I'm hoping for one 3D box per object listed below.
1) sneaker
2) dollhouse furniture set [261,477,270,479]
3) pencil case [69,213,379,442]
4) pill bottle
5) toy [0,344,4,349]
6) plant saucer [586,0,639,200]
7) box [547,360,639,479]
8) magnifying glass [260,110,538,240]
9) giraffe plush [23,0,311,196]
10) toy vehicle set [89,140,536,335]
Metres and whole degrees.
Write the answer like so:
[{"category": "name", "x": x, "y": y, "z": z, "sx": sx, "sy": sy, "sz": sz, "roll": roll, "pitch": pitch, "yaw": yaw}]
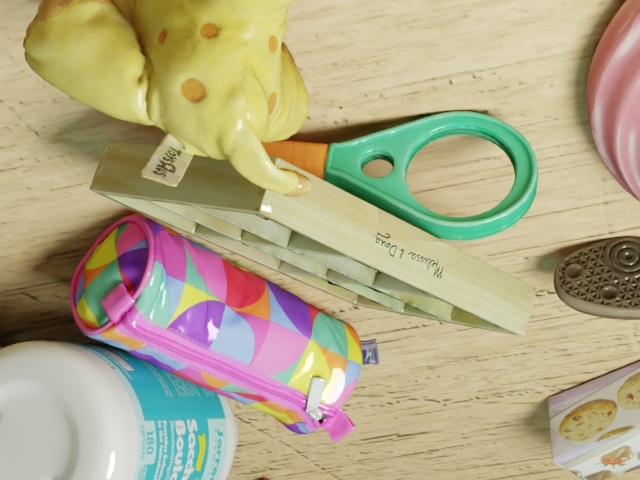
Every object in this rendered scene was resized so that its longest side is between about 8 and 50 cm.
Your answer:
[{"category": "sneaker", "x": 0.268, "y": 0.040, "z": 1.297, "sx": 0.188, "sy": 0.066, "sz": 0.071, "roll": -4, "pitch": 146, "yaw": 4}, {"category": "dollhouse furniture set", "x": -0.049, "y": 0.345, "z": 1.555, "sx": 0.135, "sy": 0.259, "sz": 0.262, "roll": -11, "pitch": 146, "yaw": 30}, {"category": "pencil case", "x": -0.070, "y": 0.067, "z": 1.297, "sx": 0.236, "sy": 0.104, "sz": 0.104, "roll": 28, "pitch": 135, "yaw": -34}, {"category": "pill bottle", "x": -0.157, "y": 0.150, "z": 1.321, "sx": 0.146, "sy": 0.146, "sz": 0.264, "roll": -16, "pitch": 170, "yaw": 20}, {"category": "toy", "x": -0.329, "y": 0.078, "z": 1.330, "sx": 0.237, "sy": 0.056, "sz": 0.137, "roll": 15, "pitch": 151, "yaw": -36}, {"category": "plant saucer", "x": 0.339, "y": -0.083, "z": 1.111, "sx": 0.332, "sy": 0.084, "sz": 0.332, "roll": -1, "pitch": 145, "yaw": -1}, {"category": "box", "x": 0.332, "y": 0.111, "z": 1.401, "sx": 0.324, "sy": 0.067, "sz": 0.063, "roll": -26, "pitch": 138, "yaw": 32}, {"category": "magnifying glass", "x": 0.029, "y": -0.049, "z": 1.159, "sx": 0.231, "sy": 0.092, "sz": 0.026, "roll": 4, "pitch": 149, "yaw": 10}, {"category": "giraffe plush", "x": -0.055, "y": -0.143, "z": 0.966, "sx": 0.181, "sy": 0.210, "sz": 0.170, "roll": 17, "pitch": 112, "yaw": -18}, {"category": "toy vehicle set", "x": 0.000, "y": 0.000, "z": 1.163, "sx": 0.166, "sy": 0.035, "sz": 0.267, "roll": 8, "pitch": 168, "yaw": 46}]
